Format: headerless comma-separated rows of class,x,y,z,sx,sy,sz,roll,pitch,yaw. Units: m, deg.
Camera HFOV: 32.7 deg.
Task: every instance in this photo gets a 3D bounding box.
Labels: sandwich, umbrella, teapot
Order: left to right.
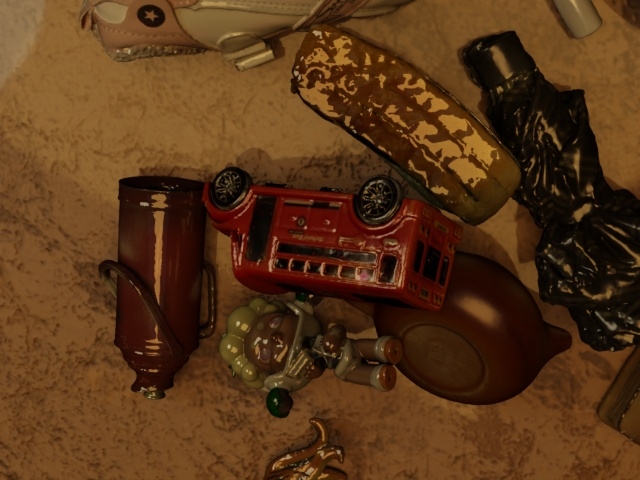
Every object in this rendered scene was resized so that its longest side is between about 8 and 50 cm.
sandwich,0.074,-0.110,1.012,0.226,0.251,0.087,39,95,-4
teapot,0.130,0.070,1.117,0.252,0.135,0.178,25,135,17
umbrella,0.260,-0.058,1.078,0.154,0.128,0.336,-16,88,-17

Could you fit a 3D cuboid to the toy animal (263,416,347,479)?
toy animal,-0.019,0.309,1.195,0.099,0.057,0.241,-2,101,4

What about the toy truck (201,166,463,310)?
toy truck,0.000,0.000,1.052,0.253,0.107,0.114,5,79,33

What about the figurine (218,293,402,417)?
figurine,-0.016,0.110,1.105,0.197,0.093,0.147,-1,66,41

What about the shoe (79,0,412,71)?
shoe,-0.064,-0.265,1.047,0.351,0.172,0.198,6,139,-16

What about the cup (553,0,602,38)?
cup,0.362,-0.271,1.018,0.300,0.167,0.173,-26,110,34

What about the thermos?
thermos,-0.164,0.053,1.140,0.124,0.099,0.232,-5,105,-35

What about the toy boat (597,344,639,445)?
toy boat,0.387,0.143,1.139,0.116,0.061,0.188,30,100,-2
